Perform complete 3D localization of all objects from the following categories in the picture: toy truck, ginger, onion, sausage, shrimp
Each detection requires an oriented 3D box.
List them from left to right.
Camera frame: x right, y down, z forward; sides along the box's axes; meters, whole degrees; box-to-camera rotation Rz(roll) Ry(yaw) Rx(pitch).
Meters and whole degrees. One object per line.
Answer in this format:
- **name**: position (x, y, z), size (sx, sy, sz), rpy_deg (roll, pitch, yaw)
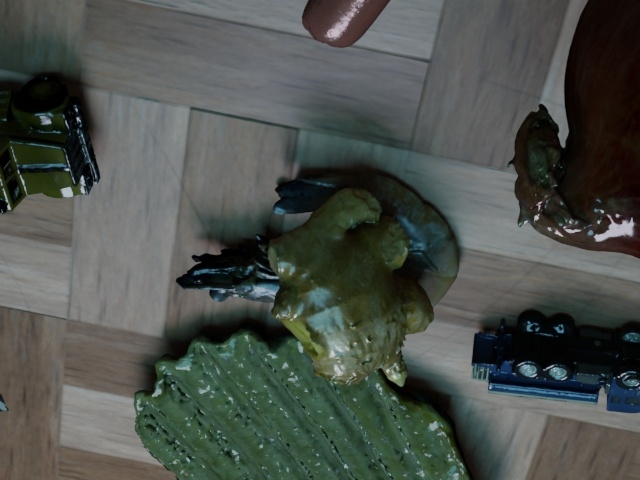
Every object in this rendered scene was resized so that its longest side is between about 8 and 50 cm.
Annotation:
- **toy truck**: position (-0.356, -0.083, 1.630), size (0.257, 0.127, 0.127), rpy_deg (-3, 129, 8)
- **shrimp**: position (0.000, 0.005, 1.682), size (0.289, 0.075, 0.178), rpy_deg (8, 124, 4)
- **ginger**: position (0.031, 0.061, 1.628), size (0.102, 0.157, 0.216), rpy_deg (19, 143, 59)
- **sausage**: position (0.040, -0.236, 1.465), size (0.062, 0.062, 0.154), rpy_deg (28, 129, -15)
- **toy truck**: position (0.262, 0.136, 1.747), size (0.201, 0.074, 0.088), rpy_deg (6, 137, 5)
- **onion**: position (0.354, -0.107, 1.353), size (0.353, 0.354, 0.354), rpy_deg (5, 132, 6)

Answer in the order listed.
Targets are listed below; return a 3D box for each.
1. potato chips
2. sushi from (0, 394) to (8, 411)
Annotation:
- **potato chips**: position (-0.008, 0.253, 1.901), size (0.358, 0.070, 0.429), rpy_deg (-17, 126, 26)
- **sushi**: position (-0.509, 0.145, 1.906), size (0.231, 0.047, 0.220), rpy_deg (-3, 130, 13)
